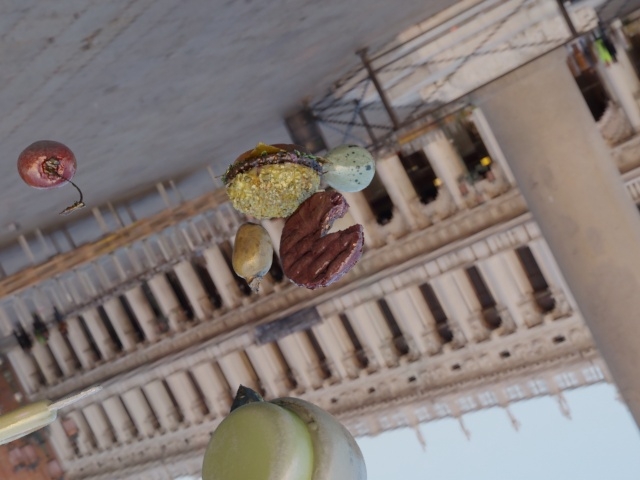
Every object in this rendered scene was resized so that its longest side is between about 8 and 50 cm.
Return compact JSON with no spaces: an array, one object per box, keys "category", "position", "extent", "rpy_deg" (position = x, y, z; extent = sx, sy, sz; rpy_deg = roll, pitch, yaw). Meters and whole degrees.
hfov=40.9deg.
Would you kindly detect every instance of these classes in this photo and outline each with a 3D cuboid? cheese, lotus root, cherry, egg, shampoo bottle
[{"category":"cheese","position":[-0.538,0.332,1.657],"extent":[0.252,0.054,0.127],"rpy_deg":[-24,174,3]},{"category":"lotus root","position":[-0.205,0.050,2.598],"extent":[0.125,0.220,0.118],"rpy_deg":[2,168,-12]},{"category":"cherry","position":[-0.497,-0.118,1.574],"extent":[0.107,0.090,0.225],"rpy_deg":[-2,-146,-25]},{"category":"egg","position":[0.068,-0.188,2.228],"extent":[0.131,0.131,0.164],"rpy_deg":[-25,169,36]},{"category":"shampoo bottle","position":[-0.069,0.506,1.857],"extent":[0.323,0.322,0.317],"rpy_deg":[-25,143,34]}]

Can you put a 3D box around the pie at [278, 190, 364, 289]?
[{"category":"pie","position":[0.000,0.000,1.784],"extent":[0.204,0.218,0.054],"rpy_deg":[-32,141,26]}]

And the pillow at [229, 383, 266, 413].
[{"category":"pillow","position":[-0.122,0.483,2.134],"extent":[0.034,0.256,0.189],"rpy_deg":[-45,-166,24]}]

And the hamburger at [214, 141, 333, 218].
[{"category":"hamburger","position":[-0.101,-0.127,1.964],"extent":[0.262,0.138,0.243],"rpy_deg":[2,161,-34]}]
